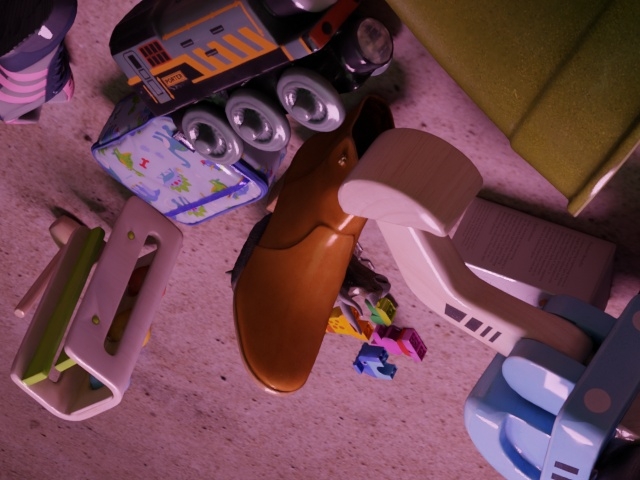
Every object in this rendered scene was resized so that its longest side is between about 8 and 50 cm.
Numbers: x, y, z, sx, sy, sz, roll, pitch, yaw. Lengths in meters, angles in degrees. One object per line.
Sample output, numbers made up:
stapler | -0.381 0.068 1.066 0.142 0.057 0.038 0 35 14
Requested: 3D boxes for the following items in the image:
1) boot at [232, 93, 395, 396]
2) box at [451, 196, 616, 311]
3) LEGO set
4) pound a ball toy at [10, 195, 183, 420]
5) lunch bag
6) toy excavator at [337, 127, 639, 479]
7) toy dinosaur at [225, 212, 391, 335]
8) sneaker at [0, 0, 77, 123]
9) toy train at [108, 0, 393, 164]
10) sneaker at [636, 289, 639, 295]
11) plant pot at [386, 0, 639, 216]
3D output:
boot | 0.001 0.000 1.837 0.104 0.295 0.211 19 146 -21
box | 0.232 0.045 1.935 0.170 0.091 0.130 20 149 16
LEGO set | 0.038 0.101 2.201 0.093 0.087 0.227 5 143 35
pound a ball toy | -0.298 0.088 2.281 0.208 0.319 0.136 -26 123 38
lunch bag | -0.153 -0.103 2.037 0.176 0.090 0.219 38 151 -23
toy excavator | 0.219 0.120 1.782 0.445 0.222 0.433 27 151 17
toy dinosaur | -0.049 0.020 2.068 0.313 0.160 0.121 -7 136 45
sneaker | -0.326 -0.217 2.007 0.131 0.112 0.319 22 159 -25
toy train | -0.073 -0.196 1.775 0.334 0.142 0.190 -15 121 51
sneaker | 0.429 0.046 1.777 0.227 0.087 0.130 6 143 30
plant pot | 0.163 -0.268 1.265 0.353 0.366 0.366 38 152 4
